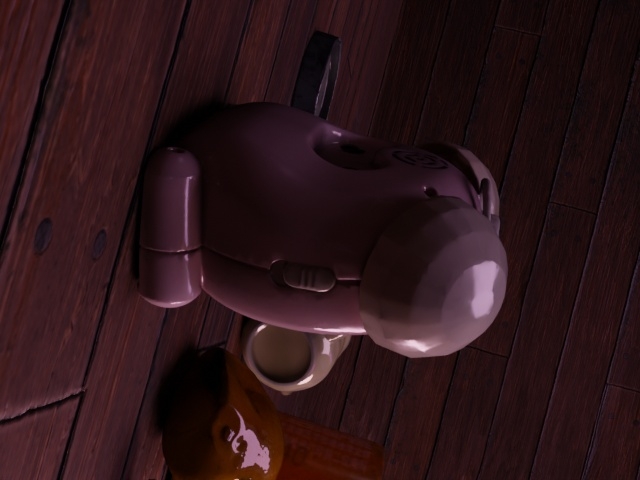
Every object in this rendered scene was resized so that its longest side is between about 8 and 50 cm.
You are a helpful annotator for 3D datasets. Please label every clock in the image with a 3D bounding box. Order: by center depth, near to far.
[{"bbox_3d":[0.020,-0.023,0.774,0.342,0.326,0.184,-64,167,-62],"label":"clock"},{"bbox_3d":[-0.008,-0.260,1.358,0.215,0.042,0.214,14,90,-85],"label":"clock"}]

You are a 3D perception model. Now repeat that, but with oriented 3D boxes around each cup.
[{"bbox_3d":[-0.001,0.173,1.398,0.202,0.255,0.173,-36,126,-70],"label":"cup"}]

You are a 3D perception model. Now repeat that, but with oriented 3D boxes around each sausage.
[{"bbox_3d":[-0.069,0.374,1.151,0.233,0.287,0.233,19,90,-88],"label":"sausage"}]

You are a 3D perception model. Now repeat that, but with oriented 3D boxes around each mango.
[{"bbox_3d":[-0.122,0.241,0.991,0.136,0.166,0.236,-35,-155,8],"label":"mango"}]

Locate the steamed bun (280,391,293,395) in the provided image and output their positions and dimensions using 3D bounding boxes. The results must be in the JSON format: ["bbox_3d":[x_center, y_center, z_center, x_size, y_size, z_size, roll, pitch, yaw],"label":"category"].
[{"bbox_3d":[-0.075,0.215,1.660,0.192,0.106,0.177,-69,177,-49],"label":"steamed bun"}]

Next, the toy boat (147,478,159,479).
[{"bbox_3d":[-0.212,0.431,0.879,0.121,0.089,0.321,-86,-171,-87],"label":"toy boat"}]
